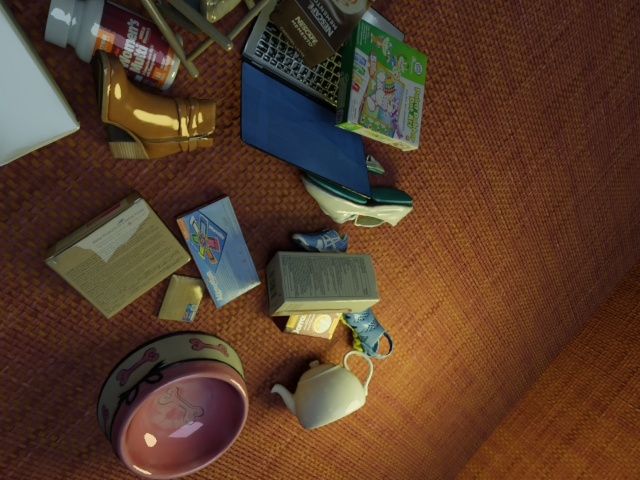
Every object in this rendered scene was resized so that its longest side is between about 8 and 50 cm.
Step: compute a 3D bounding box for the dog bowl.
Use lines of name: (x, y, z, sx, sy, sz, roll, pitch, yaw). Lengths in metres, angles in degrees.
dog bowl: (-0.381, 0.465, 1.164, 0.407, 0.150, 0.409, -13, 116, -27)

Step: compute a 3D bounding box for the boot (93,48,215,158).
boot: (-0.317, -0.260, 0.846, 0.219, 0.109, 0.283, -10, 154, -20)

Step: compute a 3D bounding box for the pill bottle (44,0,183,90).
pill bottle: (-0.391, -0.385, 0.813, 0.221, 0.121, 0.121, 12, 104, -35)

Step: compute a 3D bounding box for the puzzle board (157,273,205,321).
puzzle board: (-0.367, 0.154, 1.126, 0.096, 0.011, 0.128, 15, 102, -36)

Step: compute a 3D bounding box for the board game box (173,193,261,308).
board game box: (-0.263, 0.033, 1.122, 0.145, 0.027, 0.282, -30, 123, -25)

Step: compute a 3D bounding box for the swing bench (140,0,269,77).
swing bench: (-0.222, -0.494, 0.772, 0.255, 0.165, 0.253, 46, 59, -29)

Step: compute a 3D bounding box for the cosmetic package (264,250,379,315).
cosmetic package: (0.003, 0.125, 1.215, 0.295, 0.153, 0.129, 4, 153, -25)

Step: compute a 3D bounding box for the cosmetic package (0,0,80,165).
cosmetic package: (-0.567, -0.332, 0.672, 0.156, 0.217, 0.385, -31, 121, -17)

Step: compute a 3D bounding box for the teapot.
teapot: (0.018, 0.485, 1.396, 0.252, 0.187, 0.255, -33, 161, 35)

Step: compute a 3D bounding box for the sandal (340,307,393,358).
sandal: (0.160, 0.283, 1.415, 0.126, 0.138, 0.318, -46, 129, -27)

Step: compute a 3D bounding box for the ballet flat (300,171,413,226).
ballet flat: (0.104, -0.102, 1.245, 0.399, 0.139, 0.139, 6, 107, -34)

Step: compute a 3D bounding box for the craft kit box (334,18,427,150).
craft kit box: (0.155, -0.373, 1.047, 0.246, 0.060, 0.250, 8, 87, -39)

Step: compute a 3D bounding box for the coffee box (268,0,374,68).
coffee box: (0.021, -0.518, 0.912, 0.141, 0.098, 0.247, 43, 67, -29)

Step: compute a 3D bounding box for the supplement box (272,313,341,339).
supplement box: (-0.039, 0.235, 1.317, 0.188, 0.080, 0.104, 16, 101, -35)

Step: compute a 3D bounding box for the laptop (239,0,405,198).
laptop: (0.031, -0.377, 0.996, 0.381, 0.236, 0.408, 18, 109, -36)

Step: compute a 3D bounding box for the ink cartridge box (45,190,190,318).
ink cartridge box: (-0.454, 0.031, 0.972, 0.234, 0.088, 0.193, -37, 123, -12)

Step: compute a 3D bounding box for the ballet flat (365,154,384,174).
ballet flat: (0.126, -0.232, 1.237, 0.168, 0.057, 0.053, 7, 97, -34)

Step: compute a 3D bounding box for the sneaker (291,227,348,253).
sneaker: (0.000, 0.000, 1.251, 0.211, 0.080, 0.081, 13, 96, -45)
